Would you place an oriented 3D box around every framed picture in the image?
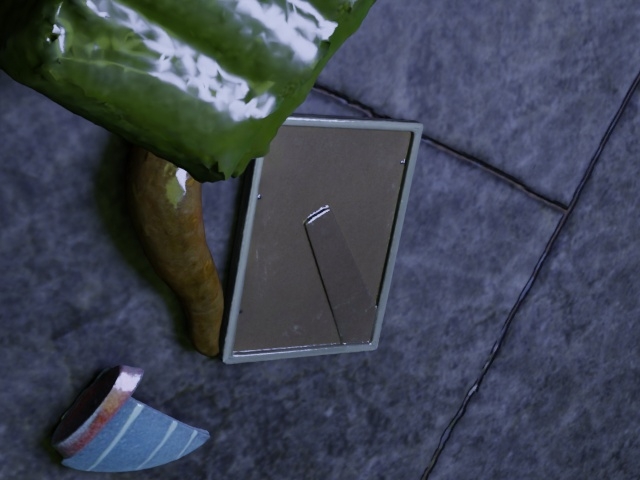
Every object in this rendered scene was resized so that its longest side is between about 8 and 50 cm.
[{"bbox_3d":[0.000,0.000,0.789,0.150,0.015,0.203,-2,112,-31],"label":"framed picture"}]

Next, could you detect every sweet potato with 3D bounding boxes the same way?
[{"bbox_3d":[-0.101,-0.012,0.698,0.069,0.059,0.249,-25,128,-35],"label":"sweet potato"}]

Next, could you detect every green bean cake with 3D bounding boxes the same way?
[{"bbox_3d":[-0.070,-0.181,0.515,0.156,0.247,0.249,26,97,-38],"label":"green bean cake"}]

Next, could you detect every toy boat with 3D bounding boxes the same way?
[{"bbox_3d":[-0.137,0.152,0.765,0.096,0.034,0.122,-48,129,3],"label":"toy boat"}]
